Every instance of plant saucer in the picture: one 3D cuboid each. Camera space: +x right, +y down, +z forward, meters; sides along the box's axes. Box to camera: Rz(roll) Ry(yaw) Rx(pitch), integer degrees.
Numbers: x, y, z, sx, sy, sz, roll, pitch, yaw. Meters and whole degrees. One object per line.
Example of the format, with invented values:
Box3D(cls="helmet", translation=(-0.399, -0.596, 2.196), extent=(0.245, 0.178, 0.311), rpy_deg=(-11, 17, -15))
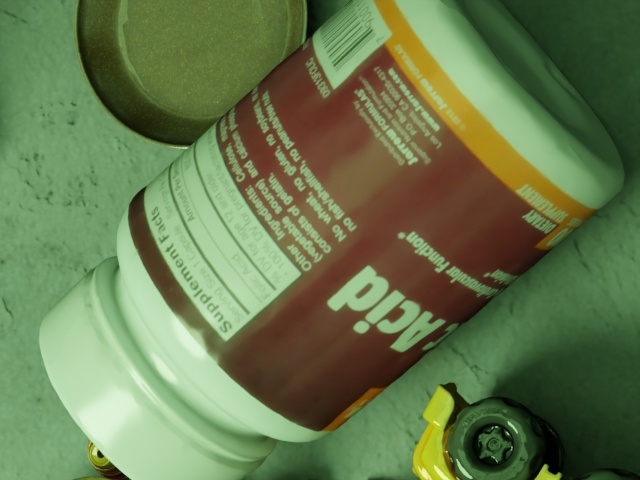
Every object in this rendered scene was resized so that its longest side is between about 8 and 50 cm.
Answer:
Box3D(cls="plant saucer", translation=(-0.097, -0.170, 1.453), extent=(0.198, 0.036, 0.199), rpy_deg=(1, 92, 21))

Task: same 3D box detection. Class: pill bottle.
Box3D(cls="pill bottle", translation=(0.000, 0.000, 1.322), extent=(0.392, 0.224, 0.224), rpy_deg=(-41, 78, 17))

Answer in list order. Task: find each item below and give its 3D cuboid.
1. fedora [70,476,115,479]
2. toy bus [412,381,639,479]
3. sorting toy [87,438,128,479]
Box3D(cls="fedora", translation=(-0.153, 0.269, 1.454), extent=(0.194, 0.079, 0.194), rpy_deg=(5, 97, 38))
Box3D(cls="toy bus", translation=(0.135, 0.232, 1.299), extent=(0.220, 0.149, 0.211), rpy_deg=(33, 90, 18))
Box3D(cls="sorting toy", translation=(-0.161, 0.142, 1.482), extent=(0.061, 0.042, 0.102), rpy_deg=(2, 92, 20))
